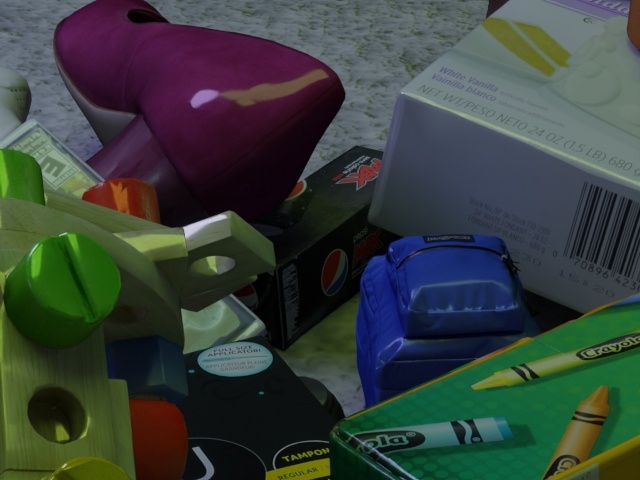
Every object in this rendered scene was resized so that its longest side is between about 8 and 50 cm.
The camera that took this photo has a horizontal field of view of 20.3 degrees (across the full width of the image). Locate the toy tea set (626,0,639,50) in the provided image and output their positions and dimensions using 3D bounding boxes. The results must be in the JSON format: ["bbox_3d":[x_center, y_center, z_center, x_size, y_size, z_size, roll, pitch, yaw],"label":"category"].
[{"bbox_3d":[0.273,-0.161,1.056,0.200,0.124,0.336,7,32,-9],"label":"toy tea set"}]

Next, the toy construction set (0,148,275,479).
[{"bbox_3d":[-0.055,0.092,0.535,0.215,0.151,0.328,6,46,-30],"label":"toy construction set"}]

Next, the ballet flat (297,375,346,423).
[{"bbox_3d":[-0.073,0.102,0.897,0.173,0.049,0.057,-5,39,8],"label":"ballet flat"}]

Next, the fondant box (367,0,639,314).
[{"bbox_3d":[0.209,-0.069,1.099,0.238,0.096,0.330,23,33,18],"label":"fondant box"}]

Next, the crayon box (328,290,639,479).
[{"bbox_3d":[0.136,0.111,0.712,0.278,0.165,0.081,-20,31,-32],"label":"crayon box"}]

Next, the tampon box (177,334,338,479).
[{"bbox_3d":[-0.047,0.128,0.761,0.120,0.101,0.161,-13,28,-22],"label":"tampon box"}]

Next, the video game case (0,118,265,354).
[{"bbox_3d":[-0.153,0.048,0.876,0.173,0.022,0.190,41,63,16],"label":"video game case"}]

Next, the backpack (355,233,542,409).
[{"bbox_3d":[0.069,0.045,0.926,0.098,0.101,0.120,3,23,-5],"label":"backpack"}]

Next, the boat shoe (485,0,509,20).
[{"bbox_3d":[0.292,-0.165,1.344,0.342,0.123,0.123,10,58,12],"label":"boat shoe"}]

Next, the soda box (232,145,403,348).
[{"bbox_3d":[0.000,0.000,1.071,0.060,0.053,0.169,15,30,30],"label":"soda box"}]

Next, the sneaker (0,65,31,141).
[{"bbox_3d":[-0.207,-0.013,1.079,0.129,0.111,0.297,6,35,-1],"label":"sneaker"}]

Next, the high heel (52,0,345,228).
[{"bbox_3d":[-0.069,-0.101,1.128,0.181,0.127,0.377,-31,27,11],"label":"high heel"}]
